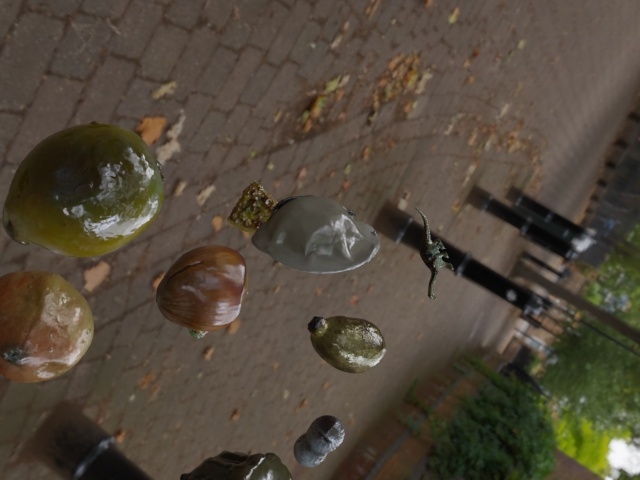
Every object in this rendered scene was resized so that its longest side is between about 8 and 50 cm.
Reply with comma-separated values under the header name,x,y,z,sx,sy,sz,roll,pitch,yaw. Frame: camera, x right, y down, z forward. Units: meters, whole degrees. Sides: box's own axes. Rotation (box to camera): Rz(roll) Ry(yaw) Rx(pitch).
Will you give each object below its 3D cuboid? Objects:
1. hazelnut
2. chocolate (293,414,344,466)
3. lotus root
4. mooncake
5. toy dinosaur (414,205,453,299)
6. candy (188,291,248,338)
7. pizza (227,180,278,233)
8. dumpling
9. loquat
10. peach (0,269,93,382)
name,x,y,z,sx,sy,sz,roll,pitch,yaw
hazelnut,-0.196,0.075,1.298,0.150,0.150,0.150,-51,163,-23
chocolate,-0.003,0.411,1.626,0.072,0.072,0.167,-41,168,-46
lotus root,0.051,0.224,1.764,0.214,0.138,0.138,25,99,-33
mooncake,-0.128,0.409,1.120,0.228,0.124,0.228,-5,96,-62
toy dinosaur,0.219,0.021,1.522,0.037,0.058,0.180,79,2,-74
candy,-0.276,0.195,2.167,0.201,0.060,0.060,-35,155,-27
pizza,-0.167,-0.079,1.989,0.046,0.175,0.134,-34,110,-62
dumpling,-0.002,-0.017,1.732,0.204,0.293,0.163,-170,-101,-73
loquat,-0.277,-0.055,0.928,0.195,0.152,0.152,-23,153,-14
peach,-0.535,0.162,1.474,0.232,0.232,0.232,-51,163,-23
